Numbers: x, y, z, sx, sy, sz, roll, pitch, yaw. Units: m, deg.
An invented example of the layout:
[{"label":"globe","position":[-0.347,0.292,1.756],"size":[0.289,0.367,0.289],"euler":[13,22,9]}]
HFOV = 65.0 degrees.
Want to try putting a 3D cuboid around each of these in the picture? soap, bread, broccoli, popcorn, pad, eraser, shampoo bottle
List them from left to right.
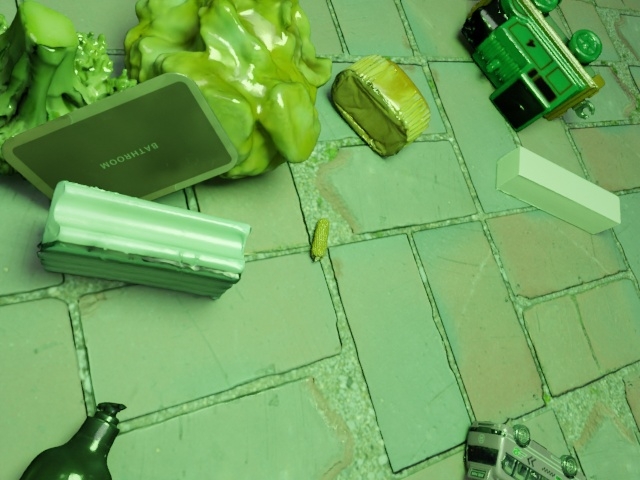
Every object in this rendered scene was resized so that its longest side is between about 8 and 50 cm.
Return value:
[{"label":"broccoli","position":[-0.370,-0.197,0.662],"size":[0.263,0.243,0.247],"euler":[45,54,-11]},{"label":"shampoo bottle","position":[-0.312,0.319,0.572],"size":[0.101,0.101,0.284],"euler":[31,60,-11]},{"label":"pad","position":[-0.257,-0.113,0.671],"size":[0.266,0.176,0.002],"euler":[-20,52,6]},{"label":"soap","position":[-0.237,0.008,0.698],"size":[0.261,0.150,0.094],"euler":[12,69,-21]},{"label":"popcorn","position":[-0.138,-0.260,0.809],"size":[0.293,0.292,0.334],"euler":[7,67,26]},{"label":"bread","position":[0.120,-0.266,0.980],"size":[0.114,0.132,0.190],"euler":[-41,94,-30]},{"label":"eraser","position":[0.545,-0.110,1.149],"size":[0.298,0.076,0.078],"euler":[21,63,-16]}]

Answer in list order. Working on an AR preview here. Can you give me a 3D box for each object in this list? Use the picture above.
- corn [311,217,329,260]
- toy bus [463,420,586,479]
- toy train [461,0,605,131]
[{"label":"corn","position":[0.000,0.000,0.884],"size":[0.027,0.028,0.083],"euler":[17,60,-12]},{"label":"toy bus","position":[0.342,0.389,0.854],"size":[0.199,0.096,0.108],"euler":[34,65,-13]},{"label":"toy train","position":[0.489,-0.442,1.206],"size":[0.249,0.178,0.429],"euler":[-38,90,-20]}]
